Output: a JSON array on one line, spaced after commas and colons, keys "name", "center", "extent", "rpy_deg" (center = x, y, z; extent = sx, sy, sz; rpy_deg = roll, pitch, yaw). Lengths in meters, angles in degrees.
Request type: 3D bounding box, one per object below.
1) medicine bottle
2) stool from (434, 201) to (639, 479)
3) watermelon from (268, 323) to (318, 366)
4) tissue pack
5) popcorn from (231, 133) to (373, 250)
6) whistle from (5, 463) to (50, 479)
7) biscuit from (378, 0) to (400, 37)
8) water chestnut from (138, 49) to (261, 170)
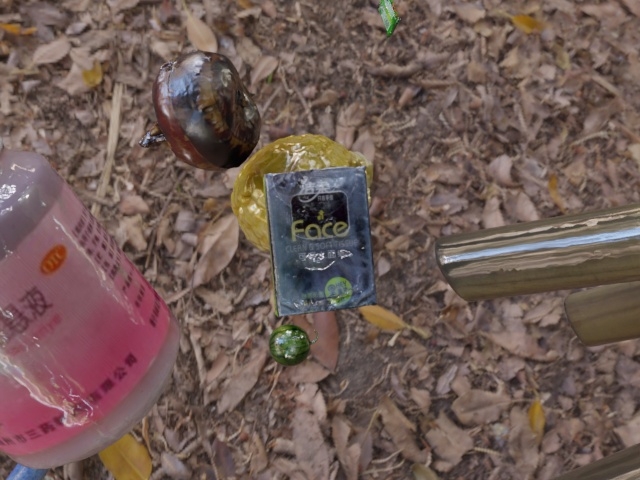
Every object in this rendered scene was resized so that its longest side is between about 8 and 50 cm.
[{"name": "medicine bottle", "center": [-0.203, 0.018, 0.430], "extent": [0.147, 0.147, 0.247], "rpy_deg": [-54, 127, -31]}, {"name": "stool", "center": [0.273, 0.106, 0.532], "extent": [0.310, 0.226, 0.310], "rpy_deg": [20, 50, -39]}, {"name": "watermelon", "center": [-0.066, 0.241, 1.622], "extent": [0.109, 0.109, 0.109], "rpy_deg": [6, 59, -10]}, {"name": "tissue pack", "center": [0.000, 0.000, 1.170], "extent": [0.174, 0.073, 0.235], "rpy_deg": [-4, 91, -10]}, {"name": "popcorn", "center": [-0.051, -0.120, 1.849], "extent": [0.390, 0.354, 0.344], "rpy_deg": [24, 78, 22]}, {"name": "whistle", "center": [-0.556, 0.433, 1.399], "extent": [0.062, 0.062, 0.304], "rpy_deg": [19, 22, -2]}, {"name": "biscuit", "center": [0.127, -0.418, 1.309], "extent": [0.016, 0.046, 0.089], "rpy_deg": [1, 56, -24]}, {"name": "water chestnut", "center": [-0.290, -0.287, 1.634], "extent": [0.300, 0.300, 0.300], "rpy_deg": [6, 59, -10]}]
